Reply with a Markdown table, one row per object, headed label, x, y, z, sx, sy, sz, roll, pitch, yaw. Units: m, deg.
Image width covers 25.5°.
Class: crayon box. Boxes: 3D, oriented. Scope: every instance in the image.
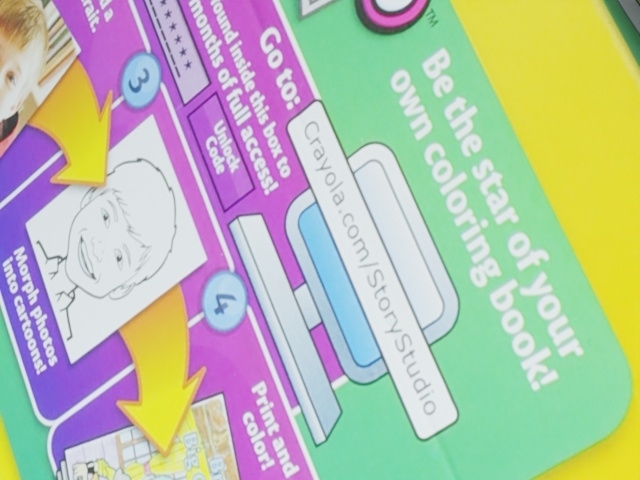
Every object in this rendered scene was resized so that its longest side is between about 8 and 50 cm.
| label | x | y | z | sx | sy | sz | roll | pitch | yaw |
| --- | --- | --- | --- | --- | --- | --- | --- | --- | --- |
| crayon box | -0.016 | -0.012 | 0.501 | 0.313 | 0.363 | 0.106 | -36 | 154 | 30 |
